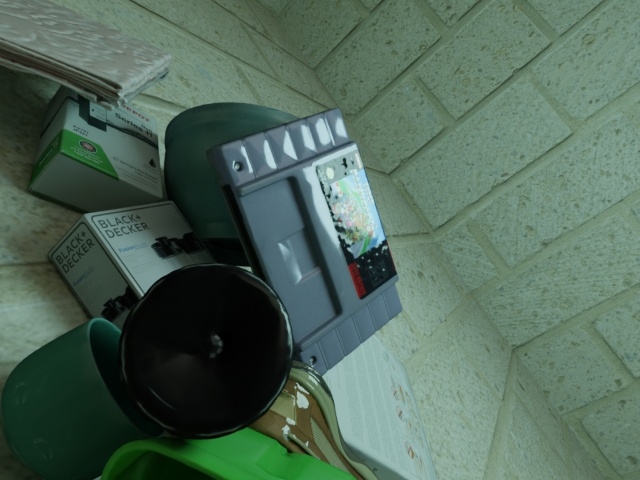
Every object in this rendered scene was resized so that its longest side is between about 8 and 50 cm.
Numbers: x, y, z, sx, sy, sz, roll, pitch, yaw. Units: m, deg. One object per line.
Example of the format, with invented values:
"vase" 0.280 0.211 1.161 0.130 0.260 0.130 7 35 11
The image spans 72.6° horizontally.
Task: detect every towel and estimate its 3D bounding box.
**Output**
"towel" -0.411 -0.303 0.655 0.316 0.053 0.332 19 25 -16

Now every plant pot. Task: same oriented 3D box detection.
"plant pot" -0.130 -0.067 0.749 0.293 0.293 0.196 25 61 -47

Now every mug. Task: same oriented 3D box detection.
"mug" -0.216 0.163 0.409 0.158 0.097 0.129 65 -12 -24

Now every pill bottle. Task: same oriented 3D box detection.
"pill bottle" -0.106 0.103 0.396 0.122 0.219 0.123 6 71 -17

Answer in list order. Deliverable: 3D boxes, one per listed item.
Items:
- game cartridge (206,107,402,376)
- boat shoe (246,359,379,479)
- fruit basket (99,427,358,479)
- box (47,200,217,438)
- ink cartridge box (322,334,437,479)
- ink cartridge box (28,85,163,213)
"game cartridge" 0.000 0.000 0.652 0.230 0.068 0.355 -28 106 -31
"boat shoe" -0.012 0.302 0.526 0.324 0.122 0.120 64 25 -16
"fruit basket" -0.017 0.317 0.244 0.391 0.283 0.392 19 1 0
"box" -0.195 0.092 0.585 0.290 0.087 0.169 53 22 5
"ink cartridge box" 0.073 0.294 0.823 0.385 0.091 0.308 47 21 -33
"ink cartridge box" -0.333 -0.138 0.666 0.153 0.087 0.208 28 31 -44
